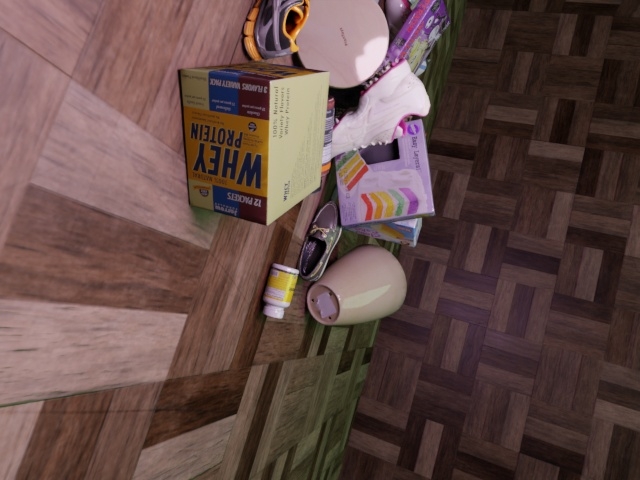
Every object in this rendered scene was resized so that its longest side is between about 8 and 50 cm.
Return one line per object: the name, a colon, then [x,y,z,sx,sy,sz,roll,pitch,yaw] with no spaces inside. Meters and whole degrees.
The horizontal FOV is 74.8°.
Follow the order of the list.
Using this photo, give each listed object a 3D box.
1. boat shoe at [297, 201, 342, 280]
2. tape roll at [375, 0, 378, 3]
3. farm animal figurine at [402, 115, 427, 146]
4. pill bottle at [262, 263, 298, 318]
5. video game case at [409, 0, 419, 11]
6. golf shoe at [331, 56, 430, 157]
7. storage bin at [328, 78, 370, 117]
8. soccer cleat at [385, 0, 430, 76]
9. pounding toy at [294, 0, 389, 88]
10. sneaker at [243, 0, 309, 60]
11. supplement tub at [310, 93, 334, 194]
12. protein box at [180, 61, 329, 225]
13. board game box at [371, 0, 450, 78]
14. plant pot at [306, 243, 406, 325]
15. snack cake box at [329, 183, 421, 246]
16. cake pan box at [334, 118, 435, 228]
boat shoe: [0.000,0.000,1.122,0.069,0.081,0.227,24,83,-76]
tape roll: [0.083,-0.619,0.925,0.219,0.072,0.219,14,90,-71]
farm animal figurine: [0.202,-0.270,1.405,0.330,0.172,0.327,-62,147,-8]
pill bottle: [-0.094,0.115,0.957,0.065,0.065,0.116,26,79,-71]
video game case: [0.334,-0.811,1.457,0.201,0.023,0.183,-50,165,11]
golf shoe: [0.099,-0.242,0.909,0.306,0.140,0.115,-36,-161,41]
storage bin: [0.096,-0.334,0.999,0.122,0.180,0.084,-52,151,-52]
soccer cleat: [0.266,-0.647,1.383,0.143,0.116,0.331,-40,146,8]
pounding toy: [0.040,-0.426,0.847,0.110,0.183,0.236,-111,-153,-77]
sneaker: [-0.054,-0.390,0.676,0.084,0.083,0.214,19,84,-70]
supplement tub: [-0.028,-0.197,0.858,0.106,0.106,0.197,-49,149,-54]
protein box: [-0.091,-0.160,0.648,0.201,0.136,0.199,-47,147,-57]
board game box: [0.259,-0.558,1.282,0.346,0.056,0.208,-55,159,20]
plant pot: [0.093,0.160,1.310,0.274,0.257,0.256,-16,119,-51]
snack cake box: [0.169,-0.074,1.271,0.152,0.264,0.089,64,44,-63]
cake pan box: [0.166,-0.177,1.117,0.070,0.246,0.266,31,54,-72]
